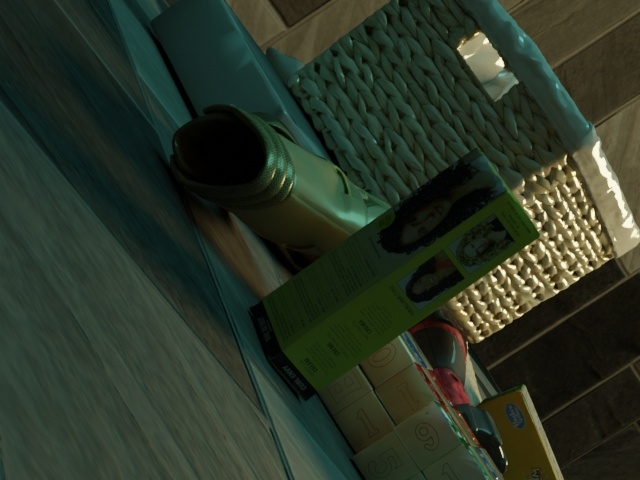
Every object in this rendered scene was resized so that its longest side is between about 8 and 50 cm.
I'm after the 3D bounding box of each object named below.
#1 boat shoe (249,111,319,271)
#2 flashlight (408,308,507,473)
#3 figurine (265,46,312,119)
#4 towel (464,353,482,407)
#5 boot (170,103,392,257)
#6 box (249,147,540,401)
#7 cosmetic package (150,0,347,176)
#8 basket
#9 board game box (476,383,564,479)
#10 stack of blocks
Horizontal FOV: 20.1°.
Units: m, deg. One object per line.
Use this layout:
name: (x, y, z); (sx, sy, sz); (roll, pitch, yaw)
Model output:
boat shoe: (0.000, 0.000, 1.904); (0.307, 0.110, 0.104); (41, 16, -33)
flashlight: (0.154, 0.184, 2.193); (0.103, 0.103, 0.304); (27, 16, -18)
figurine: (-0.017, -0.143, 2.459); (0.209, 0.092, 0.215); (-132, -153, -53)
towel: (0.161, 0.137, 2.468); (0.187, 0.049, 0.282); (33, 37, -65)
boot: (-0.063, -0.060, 1.621); (0.203, 0.095, 0.262); (30, 2, -41)
box: (0.057, 0.026, 1.448); (0.058, 0.232, 0.087); (50, 6, -30)
cosmetic package: (-0.034, -0.086, 2.107); (0.377, 0.097, 0.284); (52, 4, -42)
basket: (0.179, -0.103, 2.190); (0.328, 0.266, 0.331); (58, 6, 30)
board game box: (0.294, 0.347, 2.347); (0.242, 0.064, 0.316); (23, 45, -82)
stack of blocks: (0.087, 0.184, 1.566); (0.297, 0.087, 0.171); (57, 5, 12)
